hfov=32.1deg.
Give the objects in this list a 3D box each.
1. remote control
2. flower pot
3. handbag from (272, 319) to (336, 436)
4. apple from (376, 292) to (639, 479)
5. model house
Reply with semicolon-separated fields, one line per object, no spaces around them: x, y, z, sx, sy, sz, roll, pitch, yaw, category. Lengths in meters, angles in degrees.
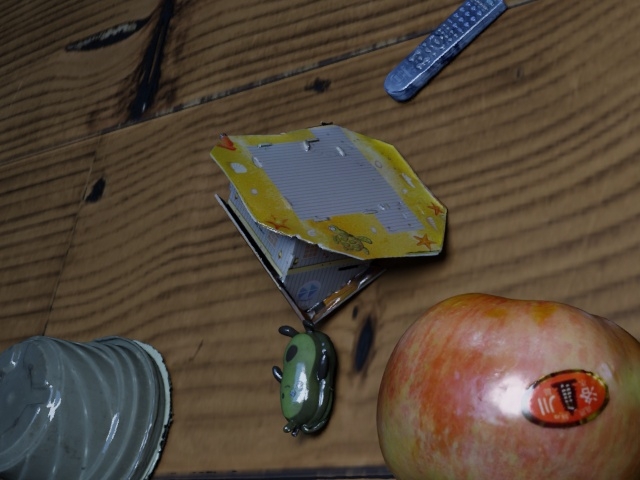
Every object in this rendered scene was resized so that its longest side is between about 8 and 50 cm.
0.129;-0.206;1.178;0.152;0.027;0.043;-43;37;9;remote control
-0.286;0.192;1.204;0.235;0.140;0.235;-24;49;31;flower pot
-0.013;0.134;1.064;0.072;0.047;0.111;-21;54;39;handbag
0.147;0.124;0.816;0.209;0.209;0.164;-2;62;41;apple
0.000;0.000;1.102;0.219;0.207;0.136;52;138;37;model house
